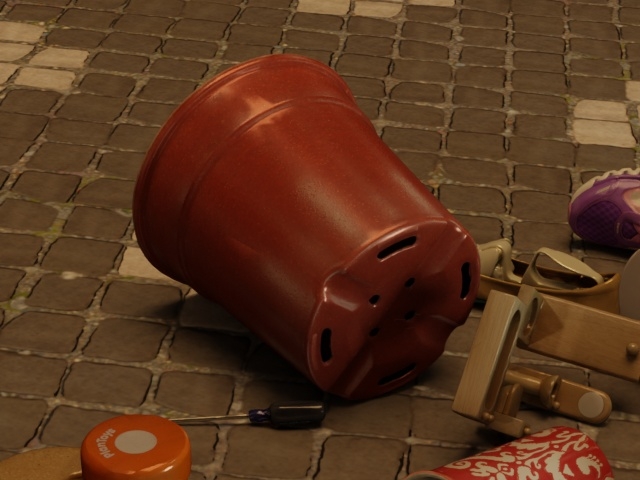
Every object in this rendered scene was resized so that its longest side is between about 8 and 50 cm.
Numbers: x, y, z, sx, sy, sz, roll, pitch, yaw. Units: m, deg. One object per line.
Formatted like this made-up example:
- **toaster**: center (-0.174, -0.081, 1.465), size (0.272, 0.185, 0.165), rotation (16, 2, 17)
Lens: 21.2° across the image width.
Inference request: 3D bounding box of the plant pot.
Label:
- **plant pot**: center (0.000, 0.000, 1.661), size (0.272, 0.272, 0.265), rotation (-14, 40, -32)

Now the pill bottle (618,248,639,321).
- **pill bottle**: center (0.464, 0.034, 1.708), size (0.334, 0.188, 0.188), rotation (-16, 33, -34)

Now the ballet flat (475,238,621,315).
- **ballet flat**: center (0.211, 0.034, 1.800), size (0.232, 0.073, 0.080), rotation (15, 28, 21)

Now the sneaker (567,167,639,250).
- **sneaker**: center (0.394, -0.012, 1.905), size (0.236, 0.095, 0.104), rotation (8, 34, 5)

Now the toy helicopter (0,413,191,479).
- **toy helicopter**: center (-0.242, 0.256, 1.229), size (0.234, 0.140, 0.355), rotation (8, 29, 12)

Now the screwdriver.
- **screwdriver**: center (-0.080, 0.162, 1.571), size (0.169, 0.024, 0.025), rotation (-3, -3, 0)

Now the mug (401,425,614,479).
- **mug**: center (0.141, 0.210, 1.401), size (0.169, 0.113, 0.150), rotation (-17, 35, -41)

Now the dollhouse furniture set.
- **dollhouse furniture set**: center (0.216, 0.116, 1.559), size (0.123, 0.144, 0.151), rotation (16, -7, 22)
